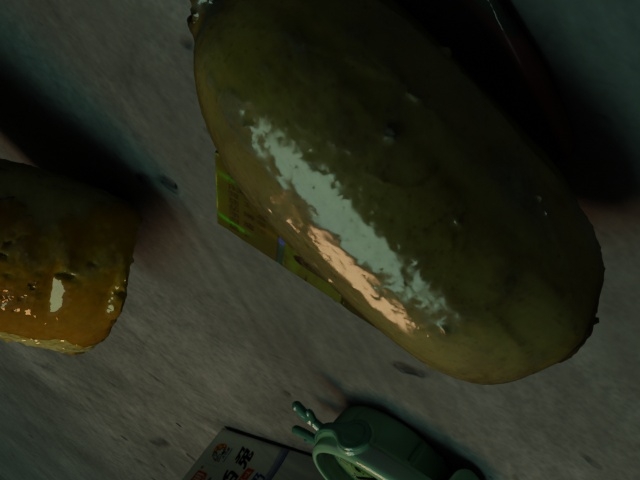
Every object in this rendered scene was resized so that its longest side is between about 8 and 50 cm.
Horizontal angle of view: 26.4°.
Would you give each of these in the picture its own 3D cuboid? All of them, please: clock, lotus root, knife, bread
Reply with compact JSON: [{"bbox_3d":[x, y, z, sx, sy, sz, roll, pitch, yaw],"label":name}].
[{"bbox_3d":[0.060,0.229,1.380,0.211,0.066,0.159,34,156,13],"label":"clock"},{"bbox_3d":[0.027,-0.054,0.792,0.342,0.151,0.169,44,-168,-9],"label":"lotus root"},{"bbox_3d":[0.082,-0.140,0.750,0.035,0.018,0.247,9,140,54],"label":"knife"},{"bbox_3d":[-0.373,-0.005,1.290,0.375,0.165,0.236,12,165,-14],"label":"bread"}]

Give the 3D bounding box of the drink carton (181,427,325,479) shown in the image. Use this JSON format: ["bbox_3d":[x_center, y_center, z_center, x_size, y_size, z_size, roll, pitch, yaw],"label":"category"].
[{"bbox_3d":[-0.040,0.328,1.624,0.315,0.130,0.107,6,140,50],"label":"drink carton"}]

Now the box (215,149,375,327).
[{"bbox_3d":[0.000,0.000,1.101,0.193,0.030,0.121,34,156,14],"label":"box"}]
